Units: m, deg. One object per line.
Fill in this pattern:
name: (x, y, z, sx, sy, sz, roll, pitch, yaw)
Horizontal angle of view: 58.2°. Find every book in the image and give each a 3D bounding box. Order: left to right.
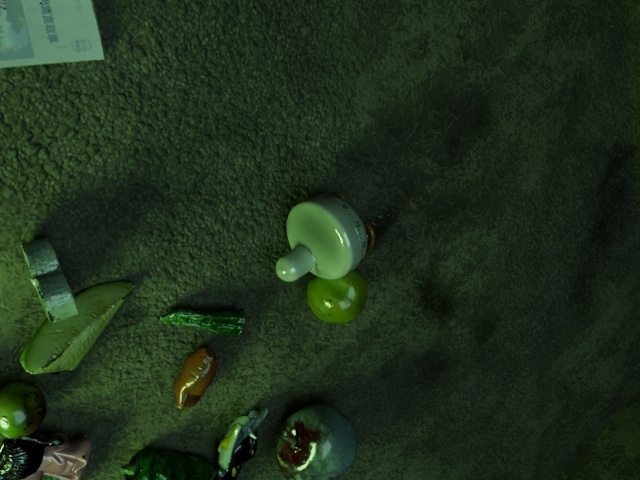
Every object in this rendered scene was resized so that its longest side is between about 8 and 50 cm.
book: (-0.586, -0.447, 1.117, 0.282, 0.025, 0.215, -17, 114, -26)

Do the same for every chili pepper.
chili pepper: (-0.419, 0.638, 1.560, 0.270, 0.099, 0.136, 27, 58, -32)
chili pepper: (-0.313, 0.212, 1.513, 0.227, 0.059, 0.088, 9, 114, -31)

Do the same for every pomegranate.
pomegranate: (-0.687, 0.381, 1.301, 0.130, 0.130, 0.130, -12, 113, -29)

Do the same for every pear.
pear: (0.031, 0.136, 1.654, 0.216, 0.166, 0.180, 41, 95, -10)

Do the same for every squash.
squash: (-0.555, 0.176, 1.309, 0.252, 0.093, 0.169, -54, 171, -4)

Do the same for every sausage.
sausage: (-0.334, 0.367, 1.543, 0.089, 0.089, 0.179, 26, 95, -37)

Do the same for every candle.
candle: (-0.584, 0.097, 1.246, 0.068, 0.192, 0.168, -20, 161, -27)

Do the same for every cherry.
cherry: (-0.011, 0.627, 1.762, 0.296, 0.218, 0.255, 24, 94, -47)

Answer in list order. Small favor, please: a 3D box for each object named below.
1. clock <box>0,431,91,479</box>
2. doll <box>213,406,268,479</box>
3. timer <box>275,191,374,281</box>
clock: (-0.676, 0.546, 1.371, 0.195, 0.100, 0.194, 26, 94, -35)
doll: (-0.244, 0.621, 1.674, 0.145, 0.103, 0.316, 8, 108, -40)
timer: (0.000, 0.000, 1.524, 0.240, 0.233, 0.233, -33, 123, -39)
